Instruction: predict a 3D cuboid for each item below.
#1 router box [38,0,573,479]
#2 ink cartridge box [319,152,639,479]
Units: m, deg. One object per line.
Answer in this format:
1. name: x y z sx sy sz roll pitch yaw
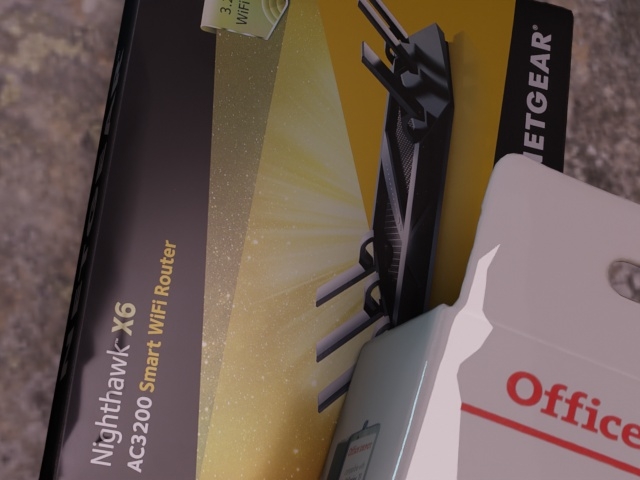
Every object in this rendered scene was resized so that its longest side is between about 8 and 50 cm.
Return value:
1. router box: 0.000 0.000 0.688 0.242 0.081 0.309 11 72 -15
2. ink cartridge box: 0.096 0.164 0.567 0.207 0.119 0.354 22 72 -10
